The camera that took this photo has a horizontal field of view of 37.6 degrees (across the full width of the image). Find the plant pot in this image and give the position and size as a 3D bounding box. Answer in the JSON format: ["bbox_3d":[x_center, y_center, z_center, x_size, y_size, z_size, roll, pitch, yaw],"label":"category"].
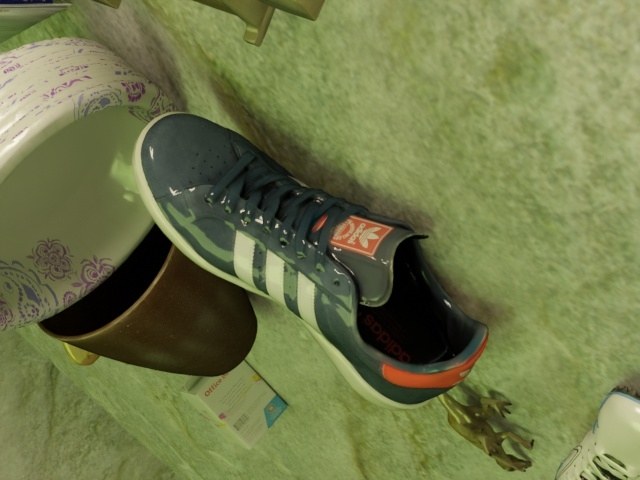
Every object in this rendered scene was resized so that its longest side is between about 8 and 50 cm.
[{"bbox_3d":[-0.183,0.070,1.121,0.215,0.215,0.230,19,162,43],"label":"plant pot"}]

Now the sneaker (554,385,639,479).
[{"bbox_3d":[0.245,0.197,0.786,0.085,0.086,0.237,34,155,22],"label":"sneaker"}]

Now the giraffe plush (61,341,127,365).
[{"bbox_3d":[-0.354,0.083,1.454,0.210,0.181,0.170,17,-171,-16],"label":"giraffe plush"}]

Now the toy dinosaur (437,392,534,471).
[{"bbox_3d":[0.154,0.186,0.951,0.183,0.053,0.093,47,158,-11],"label":"toy dinosaur"}]

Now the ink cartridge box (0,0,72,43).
[{"bbox_3d":[-0.377,-0.228,0.920,0.333,0.165,0.065,4,101,55],"label":"ink cartridge box"}]

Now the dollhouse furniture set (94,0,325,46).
[{"bbox_3d":[-0.073,-0.238,0.586,0.303,0.173,0.355,23,-178,13],"label":"dollhouse furniture set"}]

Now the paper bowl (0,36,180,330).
[{"bbox_3d":[-0.277,-0.065,0.896,0.148,0.284,0.284,40,158,18],"label":"paper bowl"}]

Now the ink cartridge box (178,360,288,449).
[{"bbox_3d":[-0.142,0.240,1.461,0.143,0.092,0.090,49,157,-13],"label":"ink cartridge box"}]

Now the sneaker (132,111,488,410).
[{"bbox_3d":[0.000,0.000,0.796,0.350,0.131,0.148,39,151,-7],"label":"sneaker"}]
